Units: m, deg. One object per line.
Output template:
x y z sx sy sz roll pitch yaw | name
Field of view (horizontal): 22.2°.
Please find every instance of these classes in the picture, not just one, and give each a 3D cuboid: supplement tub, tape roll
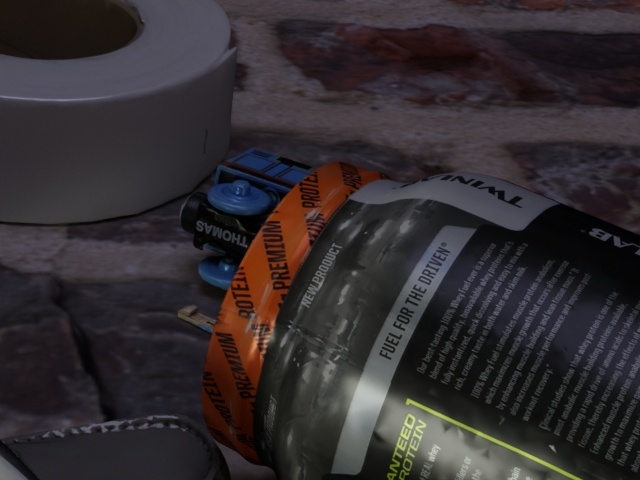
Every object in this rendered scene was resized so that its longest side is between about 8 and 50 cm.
0.125 0.096 0.794 0.338 0.207 0.207 24 34 20 | supplement tub
-0.208 -0.123 1.222 0.286 0.100 0.286 5 29 -3 | tape roll

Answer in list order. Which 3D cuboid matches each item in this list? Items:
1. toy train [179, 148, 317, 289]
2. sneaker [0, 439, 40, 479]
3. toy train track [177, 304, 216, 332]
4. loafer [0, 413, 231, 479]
0.000 0.000 1.080 0.184 0.080 0.105 18 26 19 | toy train
-0.122 0.196 0.687 0.228 0.086 0.132 45 68 -2 | sneaker
-0.054 0.056 1.032 0.083 0.014 0.048 22 33 25 | toy train track
-0.176 0.140 0.762 0.319 0.111 0.112 -19 39 -37 | loafer
